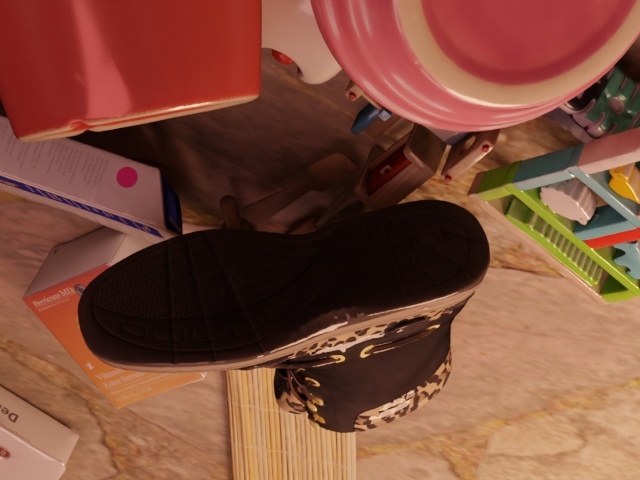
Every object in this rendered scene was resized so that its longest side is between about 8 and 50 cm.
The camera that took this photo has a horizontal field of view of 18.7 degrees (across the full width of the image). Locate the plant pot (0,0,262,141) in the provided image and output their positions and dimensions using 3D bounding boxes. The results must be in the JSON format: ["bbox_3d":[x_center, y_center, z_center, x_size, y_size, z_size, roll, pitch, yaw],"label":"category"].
[{"bbox_3d":[-0.162,-0.211,1.504,0.275,0.275,0.243,-9,93,26],"label":"plant pot"}]

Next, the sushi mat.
[{"bbox_3d":[-0.032,0.241,2.186,0.151,0.019,0.317,8,130,12],"label":"sushi mat"}]

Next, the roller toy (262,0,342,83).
[{"bbox_3d":[-0.008,-0.242,1.657,0.146,0.209,0.191,34,137,-9],"label":"roller toy"}]

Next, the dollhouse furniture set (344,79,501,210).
[{"bbox_3d":[0.067,-0.111,1.784,0.129,0.129,0.183,39,130,-14],"label":"dollhouse furniture set"}]

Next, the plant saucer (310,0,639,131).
[{"bbox_3d":[0.154,-0.235,1.554,0.332,0.084,0.332,-11,118,-21],"label":"plant saucer"}]

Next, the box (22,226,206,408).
[{"bbox_3d":[-0.205,0.076,2.063,0.130,0.091,0.170,-22,118,33],"label":"box"}]

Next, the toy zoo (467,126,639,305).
[{"bbox_3d":[0.291,-0.022,1.757,0.192,0.030,0.293,38,153,-24],"label":"toy zoo"}]

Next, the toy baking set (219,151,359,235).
[{"bbox_3d":[-0.006,0.001,1.970,0.196,0.030,0.256,-3,134,16],"label":"toy baking set"}]

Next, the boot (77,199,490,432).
[{"bbox_3d":[-0.030,0.093,1.866,0.377,0.138,0.284,-14,154,-6],"label":"boot"}]

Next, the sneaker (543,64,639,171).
[{"bbox_3d":[0.255,-0.116,1.768,0.223,0.083,0.098,42,168,-30],"label":"sneaker"}]

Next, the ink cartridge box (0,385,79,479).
[{"bbox_3d":[-0.423,0.267,2.281,0.207,0.119,0.353,33,132,-7],"label":"ink cartridge box"}]

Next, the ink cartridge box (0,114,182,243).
[{"bbox_3d":[-0.253,-0.062,1.920,0.371,0.069,0.176,21,174,4],"label":"ink cartridge box"}]
